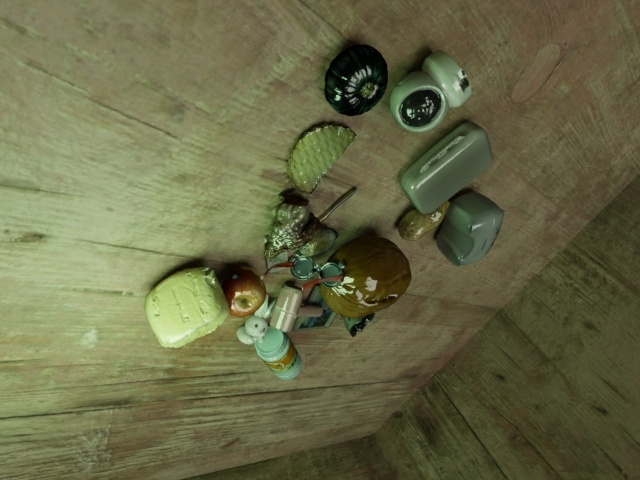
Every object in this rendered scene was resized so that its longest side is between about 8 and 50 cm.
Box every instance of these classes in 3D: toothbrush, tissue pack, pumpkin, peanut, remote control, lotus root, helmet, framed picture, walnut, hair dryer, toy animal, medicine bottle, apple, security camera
[{"bbox_3d":[0.017,-0.096,1.632,0.321,0.023,0.031,-39,144,5],"label":"toothbrush"},{"bbox_3d":[0.709,-0.058,2.008,0.236,0.229,0.333,-19,139,-19],"label":"tissue pack"},{"bbox_3d":[0.106,-0.457,1.231,0.202,0.140,0.202,-21,142,-17],"label":"pumpkin"},{"bbox_3d":[0.455,-0.096,1.871,0.253,0.122,0.137,-32,148,-8],"label":"peanut"},{"bbox_3d":[-0.169,0.048,1.639,0.088,0.029,0.190,-18,139,-20],"label":"remote control"},{"bbox_3d":[0.000,0.000,1.658,0.192,0.088,0.113,-20,151,-42],"label":"lotus root"},{"bbox_3d":[0.189,0.401,2.208,0.177,0.107,0.153,-26,142,-43],"label":"helmet"},{"bbox_3d":[0.011,0.322,2.057,0.232,0.024,0.315,1,128,-35],"label":"framed picture"},{"bbox_3d":[0.185,0.156,1.778,0.398,0.308,0.354,-11,133,-39],"label":"walnut"},{"bbox_3d":[-0.075,0.297,1.894,0.344,0.107,0.189,14,93,-56],"label":"hair dryer"},{"bbox_3d":[-0.255,0.342,1.808,0.104,0.131,0.220,25,111,-32],"label":"toy animal"},{"bbox_3d":[0.505,-0.286,1.711,0.375,0.123,0.282,-40,140,6],"label":"medicine bottle"},{"bbox_3d":[-0.197,0.531,2.014,0.158,0.158,0.318,-29,141,-7],"label":"medicine bottle"},{"bbox_3d":[-0.287,0.183,1.583,0.199,0.199,0.199,-20,139,-18],"label":"apple"},{"bbox_3d":[0.333,-0.460,1.363,0.236,0.194,0.194,-36,142,9],"label":"security camera"}]

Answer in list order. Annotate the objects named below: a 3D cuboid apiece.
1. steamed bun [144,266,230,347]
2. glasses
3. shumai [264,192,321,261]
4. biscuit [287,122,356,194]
[{"bbox_3d":[-0.452,0.224,1.473,0.273,0.232,0.166,-31,169,-6],"label":"steamed bun"},{"bbox_3d":[-0.060,0.108,1.564,0.268,0.234,0.118,8,96,-65],"label":"glasses"},{"bbox_3d":[-0.123,-0.066,1.484,0.218,0.184,0.185,-25,107,5],"label":"shumai"},{"bbox_3d":[-0.018,-0.283,1.403,0.273,0.036,0.187,-48,140,17],"label":"biscuit"}]
